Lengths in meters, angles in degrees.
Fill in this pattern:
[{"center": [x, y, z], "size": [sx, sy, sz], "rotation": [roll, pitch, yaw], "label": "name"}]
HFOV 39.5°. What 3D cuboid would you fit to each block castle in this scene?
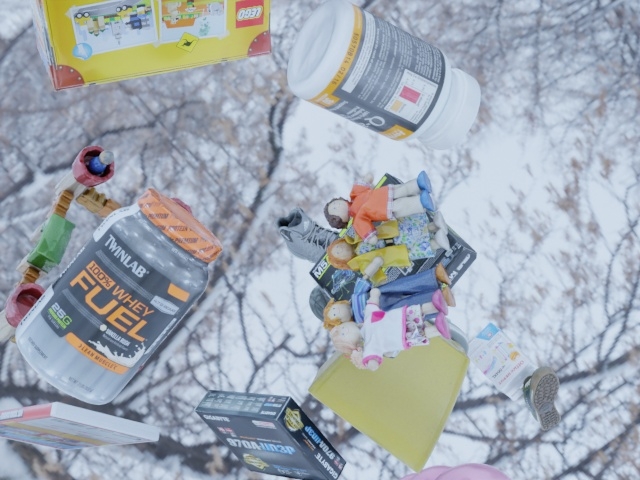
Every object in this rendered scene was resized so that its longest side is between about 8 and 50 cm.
[{"center": [-0.454, 0.051, 1.859], "size": [0.213, 0.303, 0.453], "rotation": [-31, -146, 42], "label": "block castle"}]

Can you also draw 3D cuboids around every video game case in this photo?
[{"center": [-0.436, 0.314, 1.492], "size": [0.285, 0.204, 0.025], "rotation": [-16, -120, 40], "label": "video game case"}]

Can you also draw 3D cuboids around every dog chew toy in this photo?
[{"center": [0.254, 0.538, 1.768], "size": [0.206, 0.206, 0.332], "rotation": [-50, -163, -25], "label": "dog chew toy"}]

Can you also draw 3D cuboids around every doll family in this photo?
[{"center": [0.076, 0.049, 1.086], "size": [0.163, 0.118, 0.263], "rotation": [-15, -122, 20], "label": "doll family"}]

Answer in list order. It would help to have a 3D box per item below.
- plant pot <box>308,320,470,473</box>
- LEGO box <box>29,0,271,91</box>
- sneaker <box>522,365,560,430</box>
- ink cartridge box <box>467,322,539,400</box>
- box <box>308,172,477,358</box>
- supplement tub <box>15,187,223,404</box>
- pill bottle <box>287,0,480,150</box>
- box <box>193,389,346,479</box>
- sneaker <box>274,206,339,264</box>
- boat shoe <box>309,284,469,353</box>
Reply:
[{"center": [0.127, 0.216, 1.447], "size": [0.187, 0.212, 0.212], "rotation": [-54, 177, 3], "label": "plant pot"}, {"center": [-0.361, -0.561, 1.904], "size": [0.500, 0.372, 0.193], "rotation": [-14, -134, -19], "label": "LEGO box"}, {"center": [0.449, 0.310, 1.853], "size": [0.064, 0.192, 0.086], "rotation": [-25, -137, -7], "label": "sneaker"}, {"center": [0.396, 0.264, 1.921], "size": [0.092, 0.090, 0.143], "rotation": [-47, -123, 6], "label": "ink cartridge box"}, {"center": [0.095, 0.033, 1.233], "size": [0.191, 0.045, 0.184], "rotation": [-53, -132, 13], "label": "box"}, {"center": [-0.187, 0.050, 0.847], "size": [0.190, 0.117, 0.117], "rotation": [-51, -160, 3], "label": "supplement tub"}, {"center": [0.102, -0.249, 1.385], "size": [0.162, 0.278, 0.162], "rotation": [-41, -141, 43], "label": "pill bottle"}, {"center": [-0.086, 0.330, 1.505], "size": [0.220, 0.175, 0.051], "rotation": [-5, -140, 45], "label": "box"}, {"center": [0.000, 0.000, 1.689], "size": [0.228, 0.132, 0.086], "rotation": [14, -113, 36], "label": "sneaker"}, {"center": [0.139, 0.144, 1.720], "size": [0.320, 0.118, 0.103], "rotation": [18, -145, 17], "label": "boat shoe"}]
